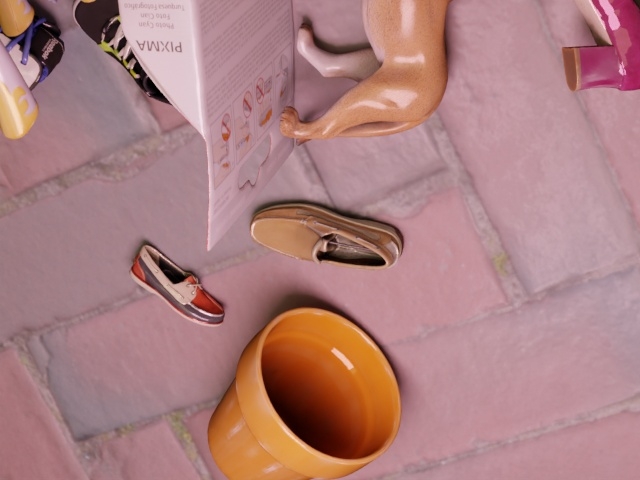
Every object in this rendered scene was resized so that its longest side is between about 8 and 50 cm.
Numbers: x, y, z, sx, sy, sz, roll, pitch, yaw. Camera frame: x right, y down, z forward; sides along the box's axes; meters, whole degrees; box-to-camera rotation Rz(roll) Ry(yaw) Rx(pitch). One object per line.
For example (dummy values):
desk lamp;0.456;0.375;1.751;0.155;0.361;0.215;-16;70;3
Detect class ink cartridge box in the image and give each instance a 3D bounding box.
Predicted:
ink cartridge box;-0.116;-0.225;1.894;0.091;0.308;0.385;6;116;16

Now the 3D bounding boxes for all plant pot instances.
plant pot;-0.037;0.214;2.137;0.205;0.205;0.188;44;133;-4

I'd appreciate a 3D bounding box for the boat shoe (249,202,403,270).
boat shoe;0.000;0.000;2.088;0.190;0.072;0.068;6;115;16

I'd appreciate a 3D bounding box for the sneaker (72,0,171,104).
sneaker;-0.192;-0.218;2.040;0.235;0.097;0.084;31;118;3

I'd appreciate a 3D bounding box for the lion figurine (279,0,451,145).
lion figurine;0.089;-0.250;1.933;0.240;0.142;0.392;9;130;6

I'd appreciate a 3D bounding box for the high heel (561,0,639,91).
high heel;0.316;-0.280;1.876;0.117;0.082;0.244;-8;98;-12

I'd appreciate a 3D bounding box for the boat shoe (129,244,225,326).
boat shoe;-0.174;0.057;2.186;0.137;0.049;0.043;34;117;7

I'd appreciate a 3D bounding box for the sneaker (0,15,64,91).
sneaker;-0.401;-0.262;2.072;0.182;0.127;0.315;1;130;10

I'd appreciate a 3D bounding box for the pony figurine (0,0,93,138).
pony figurine;-0.369;-0.333;1.838;0.303;0.351;0.363;16;160;32
